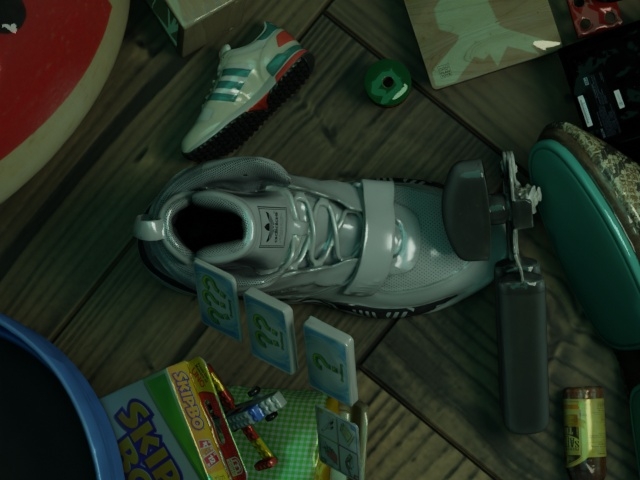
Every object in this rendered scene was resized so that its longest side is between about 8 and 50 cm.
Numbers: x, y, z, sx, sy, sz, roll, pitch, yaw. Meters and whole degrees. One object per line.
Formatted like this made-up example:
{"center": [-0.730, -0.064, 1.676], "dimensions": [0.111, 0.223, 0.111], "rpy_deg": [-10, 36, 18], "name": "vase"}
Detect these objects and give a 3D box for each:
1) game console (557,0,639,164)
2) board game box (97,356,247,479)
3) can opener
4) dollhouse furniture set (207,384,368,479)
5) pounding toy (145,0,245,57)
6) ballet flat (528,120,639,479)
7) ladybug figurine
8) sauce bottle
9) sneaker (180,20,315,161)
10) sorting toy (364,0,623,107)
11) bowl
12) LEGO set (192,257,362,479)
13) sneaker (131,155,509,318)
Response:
{"center": [0.312, -0.258, 1.828], "dimensions": [0.213, 0.044, 0.361], "rpy_deg": [-18, 83, 14], "name": "game console"}
{"center": [-0.174, 0.200, 1.809], "dimensions": [0.259, 0.039, 0.124], "rpy_deg": [-26, 83, 42], "name": "board game box"}
{"center": [0.171, 0.047, 1.816], "dimensions": [0.093, 0.074, 0.280], "rpy_deg": [-7, 111, 5], "name": "can opener"}
{"center": [-0.060, 0.284, 1.819], "dimensions": [0.197, 0.151, 0.302], "rpy_deg": [3, 86, 3], "name": "dollhouse furniture set"}
{"center": [-0.127, -0.274, 1.869], "dimensions": [0.100, 0.130, 0.141], "rpy_deg": [-31, 85, -10], "name": "pounding toy"}
{"center": [0.347, 0.100, 1.826], "dimensions": [0.182, 0.164, 0.483], "rpy_deg": [-20, 91, -20], "name": "ballet flat"}
{"center": [-0.360, -0.180, 1.763], "dimensions": [0.305, 0.162, 0.449], "rpy_deg": [26, 69, 18], "name": "ladybug figurine"}
{"center": [0.255, 0.204, 1.862], "dimensions": [0.042, 0.042, 0.128], "rpy_deg": [-2, 84, 3], "name": "sauce bottle"}
{"center": [-0.085, -0.148, 1.905], "dimensions": [0.161, 0.057, 0.075], "rpy_deg": [-43, 68, 1], "name": "sneaker"}
{"center": [0.161, -0.228, 1.894], "dimensions": [0.274, 0.046, 0.132], "rpy_deg": [-18, 85, 2], "name": "sorting toy"}
{"center": [-0.358, 0.247, 1.823], "dimensions": [0.391, 0.077, 0.391], "rpy_deg": [0, 89, 22], "name": "bowl"}
{"center": [-0.048, 0.149, 1.726], "dimensions": [0.182, 0.244, 0.060], "rpy_deg": [26, 50, 30], "name": "LEGO set"}
{"center": [0.000, 0.000, 1.806], "dimensions": [0.365, 0.210, 0.137], "rpy_deg": [2, 87, 3], "name": "sneaker"}
